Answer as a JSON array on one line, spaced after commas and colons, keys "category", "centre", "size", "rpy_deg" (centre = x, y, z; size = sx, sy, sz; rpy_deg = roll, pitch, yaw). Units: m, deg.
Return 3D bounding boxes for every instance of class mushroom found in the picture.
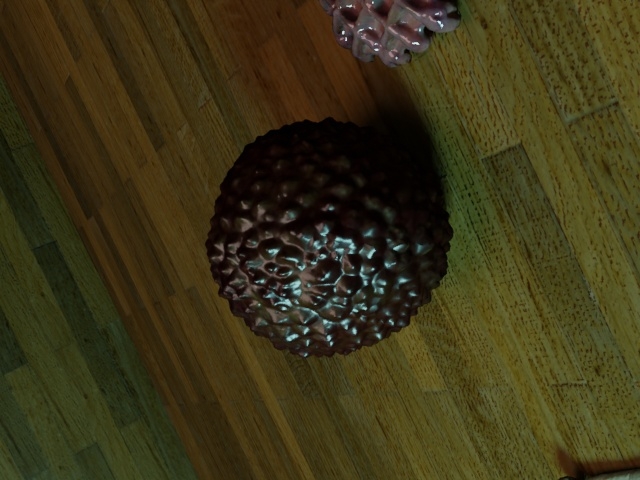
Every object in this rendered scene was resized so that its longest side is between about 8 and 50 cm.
[{"category": "mushroom", "centre": [0.301, 0.210, 0.835], "size": [0.306, 0.068, 0.043], "rpy_deg": [108, 156, -60]}]

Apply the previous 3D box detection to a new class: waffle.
[{"category": "waffle", "centre": [0.047, -0.281, 0.853], "size": [0.221, 0.055, 0.234], "rpy_deg": [13, 125, 56]}]

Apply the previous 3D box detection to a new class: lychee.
[{"category": "lychee", "centre": [0.000, 0.000, 0.949], "size": [0.300, 0.264, 0.264], "rpy_deg": [-3, 111, 41]}]
